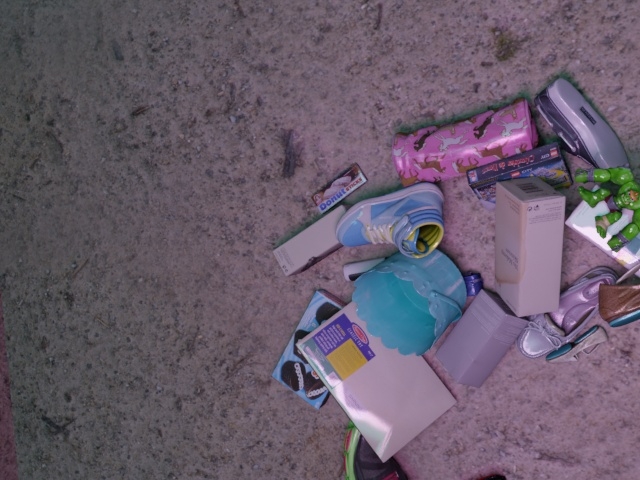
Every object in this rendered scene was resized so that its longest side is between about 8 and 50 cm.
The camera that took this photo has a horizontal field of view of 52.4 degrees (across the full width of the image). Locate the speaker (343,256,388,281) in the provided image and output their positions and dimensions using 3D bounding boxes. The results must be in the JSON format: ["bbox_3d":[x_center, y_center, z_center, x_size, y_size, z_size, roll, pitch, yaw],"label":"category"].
[{"bbox_3d":[0.139,0.085,1.923,0.136,0.055,0.055,-11,88,25],"label":"speaker"}]

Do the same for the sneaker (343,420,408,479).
[{"bbox_3d":[0.175,0.703,1.905,0.202,0.185,0.483,-6,89,-1],"label":"sneaker"}]

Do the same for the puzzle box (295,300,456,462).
[{"bbox_3d":[0.155,0.376,1.847,0.272,0.052,0.409,-36,81,-10],"label":"puzzle box"}]

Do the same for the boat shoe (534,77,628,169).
[{"bbox_3d":[0.653,-0.262,1.640,0.301,0.108,0.102,51,144,1],"label":"boat shoe"}]

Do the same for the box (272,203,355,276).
[{"bbox_3d":[0.000,0.000,1.953,0.275,0.113,0.094,-33,80,24],"label":"box"}]

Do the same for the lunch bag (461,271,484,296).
[{"bbox_3d":[0.403,0.122,1.793,0.098,0.067,0.065,-16,86,26],"label":"lunch bag"}]

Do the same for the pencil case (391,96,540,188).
[{"bbox_3d":[0.378,-0.255,1.733,0.386,0.167,0.160,-14,106,24],"label":"pencil case"}]

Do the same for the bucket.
[{"bbox_3d":[0.246,0.155,1.754,0.281,0.183,0.281,29,136,32],"label":"bucket"}]

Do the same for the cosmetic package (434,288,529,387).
[{"bbox_3d":[0.429,0.265,1.747,0.238,0.107,0.127,-60,34,20],"label":"cosmetic package"}]

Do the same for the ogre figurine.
[{"bbox_3d":[0.651,-0.086,1.429,0.118,0.097,0.197,-30,62,34],"label":"ogre figurine"}]

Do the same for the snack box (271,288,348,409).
[{"bbox_3d":[0.001,0.333,1.999,0.187,0.060,0.322,32,106,19],"label":"snack box"}]

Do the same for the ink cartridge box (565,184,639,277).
[{"bbox_3d":[0.765,0.020,1.540,0.353,0.207,0.119,40,105,16],"label":"ink cartridge box"}]

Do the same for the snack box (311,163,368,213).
[{"bbox_3d":[0.057,-0.155,1.964,0.178,0.022,0.064,-36,79,22],"label":"snack box"}]

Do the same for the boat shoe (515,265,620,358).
[{"bbox_3d":[0.628,0.191,1.671,0.320,0.103,0.118,-44,75,21],"label":"boat shoe"}]

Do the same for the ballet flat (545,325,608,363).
[{"bbox_3d":[0.667,0.285,1.688,0.168,0.057,0.052,-39,87,22],"label":"ballet flat"}]

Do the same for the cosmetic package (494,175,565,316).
[{"bbox_3d":[0.514,0.014,1.616,0.113,0.160,0.309,-8,114,-6],"label":"cosmetic package"}]

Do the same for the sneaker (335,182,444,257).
[{"bbox_3d":[0.182,-0.022,1.724,0.319,0.208,0.127,-24,127,20],"label":"sneaker"}]

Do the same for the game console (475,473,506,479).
[{"bbox_3d":[0.454,0.714,1.799,0.144,0.124,0.085,-32,53,23],"label":"game console"}]

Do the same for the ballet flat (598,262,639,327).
[{"bbox_3d":[0.760,0.080,1.386,0.342,0.116,0.124,-23,65,26],"label":"ballet flat"}]

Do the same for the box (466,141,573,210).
[{"bbox_3d":[0.513,-0.161,1.674,0.233,0.159,0.044,-17,59,25],"label":"box"}]
